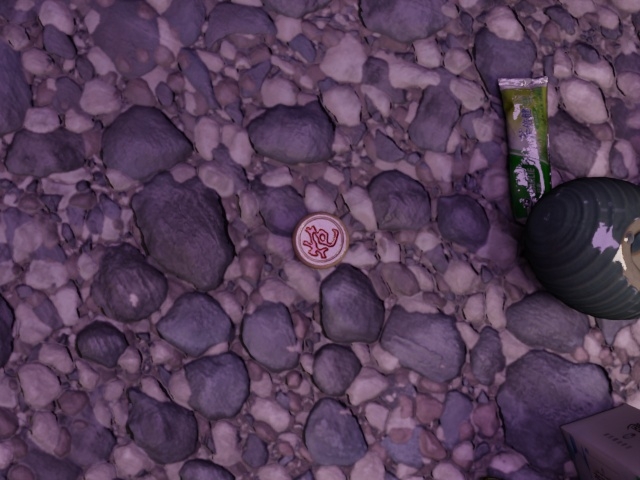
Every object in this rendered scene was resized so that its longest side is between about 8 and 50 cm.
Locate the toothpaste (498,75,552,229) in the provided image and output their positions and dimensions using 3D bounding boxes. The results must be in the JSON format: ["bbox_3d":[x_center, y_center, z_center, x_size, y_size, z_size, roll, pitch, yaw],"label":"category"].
[{"bbox_3d":[0.308,-0.121,1.036,0.078,0.047,0.248,-2,86,0],"label":"toothpaste"}]

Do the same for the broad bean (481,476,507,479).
[{"bbox_3d":[0.316,0.436,1.010,0.052,0.053,0.256,-37,90,33],"label":"broad bean"}]

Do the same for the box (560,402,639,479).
[{"bbox_3d":[0.443,0.348,0.909,0.116,0.274,0.203,-19,89,-2],"label":"box"}]

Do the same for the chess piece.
[{"bbox_3d":[0.000,0.000,1.012,0.083,0.038,0.084,0,89,-2],"label":"chess piece"}]

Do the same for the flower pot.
[{"bbox_3d":[0.396,0.012,0.965,0.243,0.157,0.189,21,84,-28],"label":"flower pot"}]
